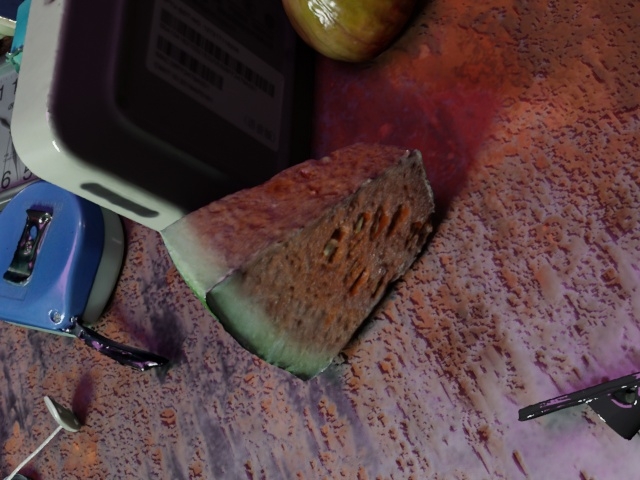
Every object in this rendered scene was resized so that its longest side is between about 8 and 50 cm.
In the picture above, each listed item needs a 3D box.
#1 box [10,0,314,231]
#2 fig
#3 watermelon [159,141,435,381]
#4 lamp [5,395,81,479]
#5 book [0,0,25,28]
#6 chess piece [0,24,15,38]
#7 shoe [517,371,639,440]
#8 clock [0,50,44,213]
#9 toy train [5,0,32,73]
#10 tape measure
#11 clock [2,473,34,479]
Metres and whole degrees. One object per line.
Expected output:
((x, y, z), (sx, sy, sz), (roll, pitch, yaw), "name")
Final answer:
((-0.141, -0.189, 1.087), (0.090, 0.367, 0.373), (-13, 64, 35), "box")
((-0.007, -0.292, 1.146), (0.143, 0.231, 0.160), (140, 139, -75), "fig")
((0.000, 0.000, 1.020), (0.257, 0.193, 0.140), (-39, 50, -1), "watermelon")
((-0.380, 0.277, 1.256), (0.198, 0.056, 0.050), (-46, 50, 2), "lamp")
((-0.453, -0.440, 1.553), (0.191, 0.025, 0.269), (17, 62, -3), "book")
((-0.564, -0.343, 1.646), (0.243, 0.133, 0.133), (-36, 53, 27), "chess piece")
((0.244, 0.143, 0.853), (0.159, 0.062, 0.053), (-21, 72, 29), "shoe")
((-0.464, -0.163, 1.534), (0.273, 0.049, 0.278), (-15, 62, 31), "clock")
((-0.305, -0.264, 1.361), (0.163, 0.203, 0.112), (-24, 52, 38), "toy train")
((-0.308, 0.038, 1.300), (0.351, 0.098, 0.215), (7, 76, 37), "tape measure")
((-0.383, 0.335, 1.274), (0.085, 0.017, 0.085), (-16, 61, 32), "clock")
